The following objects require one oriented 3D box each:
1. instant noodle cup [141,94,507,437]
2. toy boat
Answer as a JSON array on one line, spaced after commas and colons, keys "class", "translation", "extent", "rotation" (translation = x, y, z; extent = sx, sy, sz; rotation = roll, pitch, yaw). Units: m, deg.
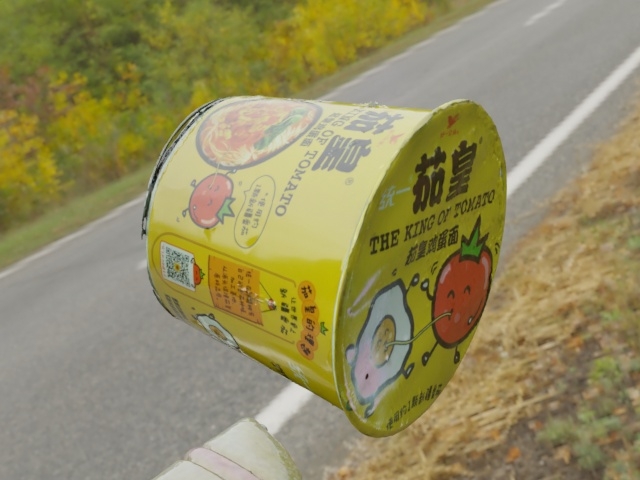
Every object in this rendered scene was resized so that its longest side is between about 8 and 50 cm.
[{"class": "instant noodle cup", "translation": [0.000, 0.000, 0.576], "extent": [0.144, 0.182, 0.182], "rotation": [16, 31, 30]}, {"class": "toy boat", "translation": [-0.131, 0.288, 0.972], "extent": [0.293, 0.111, 0.276], "rotation": [-25, 35, -18]}]
